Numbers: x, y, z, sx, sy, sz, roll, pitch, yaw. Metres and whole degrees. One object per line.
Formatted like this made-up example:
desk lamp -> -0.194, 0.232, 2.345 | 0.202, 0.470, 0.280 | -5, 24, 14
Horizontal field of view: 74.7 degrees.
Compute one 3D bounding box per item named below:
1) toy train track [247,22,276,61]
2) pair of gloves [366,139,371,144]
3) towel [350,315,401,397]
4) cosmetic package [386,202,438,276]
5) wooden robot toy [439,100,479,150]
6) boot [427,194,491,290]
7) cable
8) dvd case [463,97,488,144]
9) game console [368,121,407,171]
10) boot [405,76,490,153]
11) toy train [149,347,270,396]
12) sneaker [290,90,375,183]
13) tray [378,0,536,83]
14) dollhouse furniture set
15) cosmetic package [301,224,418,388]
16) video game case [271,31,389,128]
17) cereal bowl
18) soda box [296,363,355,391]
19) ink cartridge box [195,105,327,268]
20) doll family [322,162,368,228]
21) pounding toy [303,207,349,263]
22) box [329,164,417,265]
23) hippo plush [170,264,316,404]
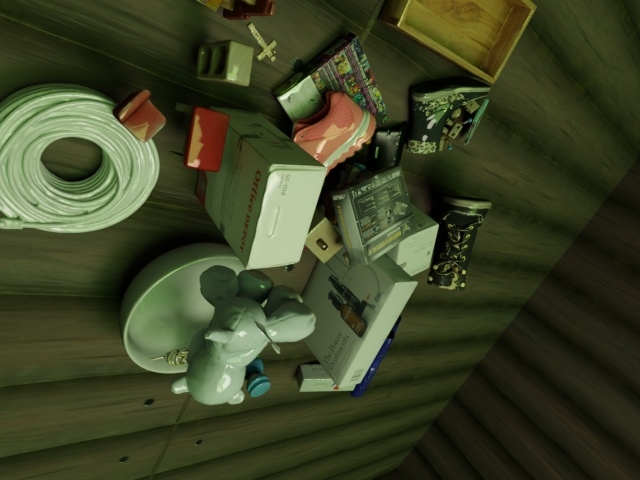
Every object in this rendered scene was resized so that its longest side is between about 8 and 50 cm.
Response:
toy train track -> -0.110, -0.378, 0.804 | 0.048, 0.014, 0.083 | -45, 139, 0
pair of gloves -> 0.101, -0.268, 1.068 | 0.083, 0.010, 0.074 | -29, 137, -17
towel -> 0.207, 0.436, 1.634 | 0.308, 0.076, 0.228 | -67, 167, 21
cosmetic package -> 0.247, 0.005, 1.303 | 0.152, 0.151, 0.183 | -22, 135, -22
wooden robot toy -> 0.380, -0.330, 1.218 | 0.173, 0.076, 0.079 | -55, 173, 12
boot -> 0.418, 0.012, 1.303 | 0.377, 0.138, 0.283 | 9, 92, -80
cable -> -0.415, -0.130, 0.709 | 0.257, 0.089, 0.257 | 14, 112, -45
dvd case -> 0.457, -0.346, 1.234 | 0.087, 0.013, 0.119 | -58, 166, -15
game console -> 0.184, -0.254, 1.140 | 0.108, 0.071, 0.122 | -1, 127, -6
boot -> 0.338, -0.340, 1.141 | 0.237, 0.085, 0.178 | -14, 131, -20
toy train -> -0.242, 0.304, 0.952 | 0.248, 0.143, 0.105 | 1, 122, -40
sneaker -> -0.032, -0.194, 0.918 | 0.314, 0.116, 0.136 | -46, 124, 11
tray -> 0.335, -0.536, 0.987 | 0.411, 0.076, 0.202 | 4, 120, -41
dollhouse furniture set -> -0.200, -0.297, 0.628 | 0.202, 0.152, 0.373 | 3, 105, -41
cosmetic package -> 0.076, 0.185, 1.216 | 0.098, 0.284, 0.376 | 3, 120, -39
video game case -> 0.033, -0.303, 0.948 | 0.210, 0.041, 0.232 | -38, 139, 2
cereal bowl -> -0.298, 0.140, 0.985 | 0.339, 0.141, 0.338 | -21, 134, -23
soda box -> 0.024, 0.508, 1.554 | 0.216, 0.073, 0.069 | 6, 121, -19
ink cartridge box -> -0.130, -0.107, 0.807 | 0.117, 0.283, 0.207 | -5, 126, -36
doll family -> 0.091, -0.101, 1.134 | 0.263, 0.119, 0.163 | 21, 91, -51
pounding toy -> 0.007, 0.008, 1.071 | 0.094, 0.206, 0.181 | -43, 139, -1
box -> 0.135, -0.066, 1.013 | 0.231, 0.056, 0.182 | -29, 109, -42
hippo plush -> -0.153, 0.215, 0.839 | 0.235, 0.294, 0.236 | 16, 107, -23
